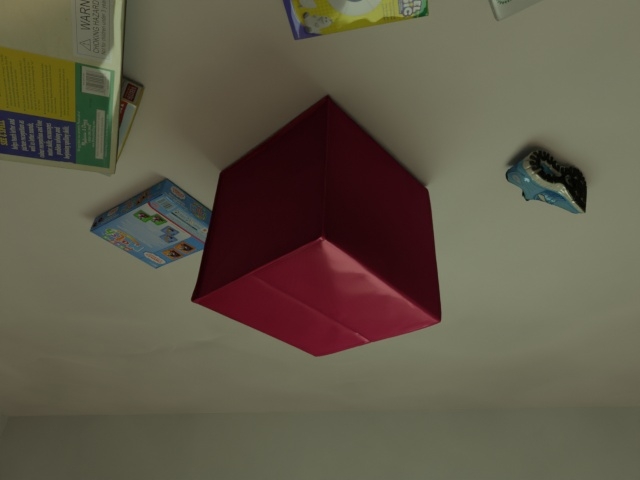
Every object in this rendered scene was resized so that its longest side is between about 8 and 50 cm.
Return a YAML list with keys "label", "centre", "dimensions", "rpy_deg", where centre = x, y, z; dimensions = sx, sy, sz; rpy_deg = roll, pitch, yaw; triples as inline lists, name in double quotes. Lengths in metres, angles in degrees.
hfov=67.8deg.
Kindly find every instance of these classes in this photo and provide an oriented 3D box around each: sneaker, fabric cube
- label: "sneaker"
  centre: [0.363, -0.088, 0.762]
  dimensions: [0.162, 0.063, 0.073]
  rpy_deg: [26, 157, -23]
- label: "fabric cube"
  centre: [0.000, 0.000, 0.730]
  dimensions: [0.259, 0.254, 0.258]
  rpy_deg: [-26, 137, 35]

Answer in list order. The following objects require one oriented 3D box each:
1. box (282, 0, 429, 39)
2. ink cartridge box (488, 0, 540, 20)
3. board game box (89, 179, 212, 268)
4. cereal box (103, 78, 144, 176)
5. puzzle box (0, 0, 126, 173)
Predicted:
- label: "box"
  centre: [0.046, -0.283, 0.505]
  dimensions: [0.179, 0.043, 0.105]
  rpy_deg: [-7, 144, 12]
- label: "ink cartridge box"
  centre: [0.168, -0.338, 0.358]
  dimensions: [0.165, 0.065, 0.332]
  rpy_deg: [-17, 151, 27]
- label: "board game box"
  centre: [-0.305, -0.022, 0.908]
  dimensions: [0.211, 0.039, 0.160]
  rpy_deg: [-20, 139, 29]
- label: "cereal box"
  centre: [-0.387, -0.195, 0.658]
  dimensions: [0.240, 0.047, 0.173]
  rpy_deg: [21, 141, -25]
- label: "puzzle box"
  centre: [-0.344, -0.249, 0.485]
  dimensions: [0.272, 0.052, 0.409]
  rpy_deg: [5, 138, -22]
